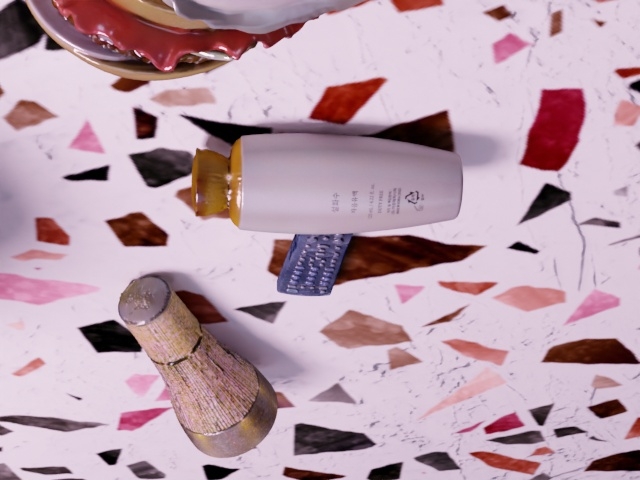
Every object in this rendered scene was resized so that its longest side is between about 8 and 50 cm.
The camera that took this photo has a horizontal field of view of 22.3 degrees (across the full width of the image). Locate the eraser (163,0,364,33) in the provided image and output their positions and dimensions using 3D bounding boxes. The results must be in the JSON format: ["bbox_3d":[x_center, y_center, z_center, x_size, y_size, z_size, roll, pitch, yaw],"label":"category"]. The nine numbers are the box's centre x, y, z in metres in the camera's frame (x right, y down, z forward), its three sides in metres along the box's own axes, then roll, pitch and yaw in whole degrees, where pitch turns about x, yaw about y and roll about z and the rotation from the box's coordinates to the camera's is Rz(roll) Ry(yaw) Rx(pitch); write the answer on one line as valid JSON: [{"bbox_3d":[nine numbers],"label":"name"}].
[{"bbox_3d":[0.032,-0.224,0.630,0.331,0.150,0.331,-11,138,-10],"label":"eraser"}]

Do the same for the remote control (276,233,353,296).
[{"bbox_3d":[0.000,0.002,1.203,0.043,0.027,0.152,-2,152,-13],"label":"remote control"}]

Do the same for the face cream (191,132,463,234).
[{"bbox_3d":[0.004,-0.038,1.101,0.182,0.051,0.072,0,119,-6],"label":"face cream"}]

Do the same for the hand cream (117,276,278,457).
[{"bbox_3d":[-0.106,0.099,1.316,0.084,0.084,0.203,-12,143,16],"label":"hand cream"}]

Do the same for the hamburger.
[{"bbox_3d":[-0.076,-0.157,0.805,0.175,0.175,0.137,7,165,-15],"label":"hamburger"}]
